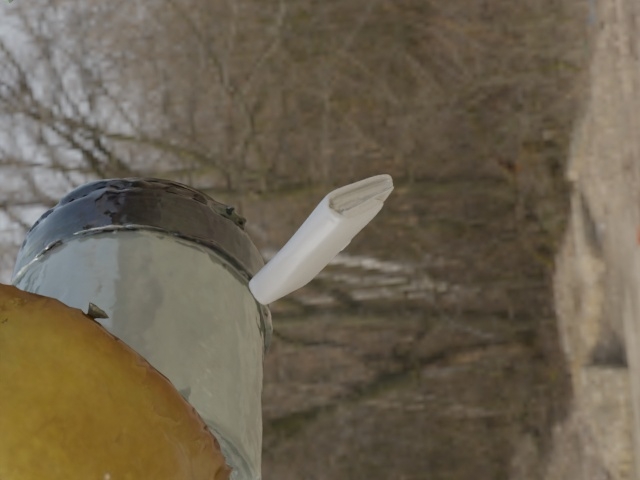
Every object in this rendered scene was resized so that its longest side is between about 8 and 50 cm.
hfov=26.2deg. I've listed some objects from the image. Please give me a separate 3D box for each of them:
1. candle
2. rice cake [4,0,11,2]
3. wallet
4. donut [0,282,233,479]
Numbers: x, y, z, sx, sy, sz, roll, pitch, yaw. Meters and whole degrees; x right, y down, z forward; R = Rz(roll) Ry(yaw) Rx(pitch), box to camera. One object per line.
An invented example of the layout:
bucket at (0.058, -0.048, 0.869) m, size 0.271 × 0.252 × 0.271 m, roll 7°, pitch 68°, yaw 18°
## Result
candle at (-0.146, 0.121, 1.058) m, size 0.342 × 0.221 × 0.221 m, roll -93°, pitch -4°, yaw -50°
rice cake at (-0.226, -0.294, 1.149) m, size 0.033 × 0.033 × 0.207 m, roll 10°, pitch 74°, yaw 64°
wallet at (0.000, 0.000, 0.923) m, size 0.025 × 0.061 × 0.122 m, roll 53°, pitch 139°, yaw 9°
donut at (-0.190, 0.123, 0.682) m, size 0.277 × 0.278 × 0.108 m, roll 81°, pitch -157°, yaw -46°
